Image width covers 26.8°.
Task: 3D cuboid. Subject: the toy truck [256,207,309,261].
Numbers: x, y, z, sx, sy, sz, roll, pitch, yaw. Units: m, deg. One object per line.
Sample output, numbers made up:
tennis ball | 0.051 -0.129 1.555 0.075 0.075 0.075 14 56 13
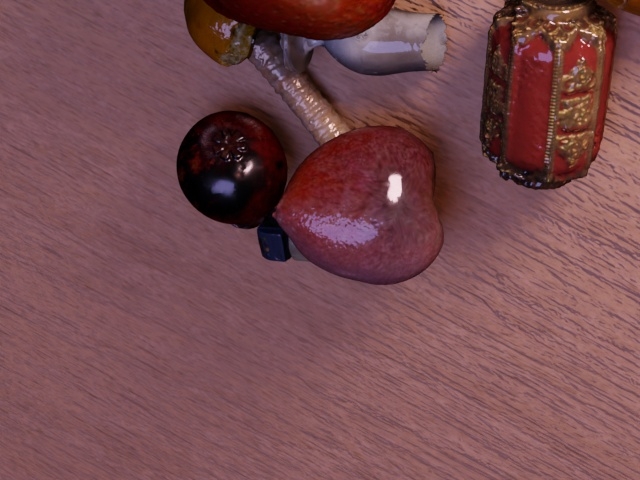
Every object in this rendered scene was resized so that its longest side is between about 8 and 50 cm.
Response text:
toy truck | 0.000 0.000 2.119 0.201 0.088 0.074 5 123 23

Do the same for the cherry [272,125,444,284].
cherry | 0.061 -0.048 1.966 0.239 0.206 0.239 1 94 14

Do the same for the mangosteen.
mangosteen | -0.138 -0.103 2.080 0.200 0.200 0.200 12 125 18

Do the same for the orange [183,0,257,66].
orange | -0.139 -0.332 1.916 0.112 0.170 0.160 15 94 -6

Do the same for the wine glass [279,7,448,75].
wine glass | 0.062 -0.282 1.900 0.222 0.103 0.103 4 121 24

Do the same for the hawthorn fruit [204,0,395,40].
hawthorn fruit | -0.067 -0.395 1.736 0.369 0.285 0.285 -6 124 -13

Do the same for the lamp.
lamp | 0.304 -0.205 1.798 0.177 0.177 0.274 13 123 18

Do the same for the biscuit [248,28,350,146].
biscuit | -0.039 -0.227 2.010 0.219 0.061 0.055 49 149 -10

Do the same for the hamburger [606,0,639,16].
hamburger | 0.467 -0.365 1.627 0.283 0.144 0.156 -34 102 35
